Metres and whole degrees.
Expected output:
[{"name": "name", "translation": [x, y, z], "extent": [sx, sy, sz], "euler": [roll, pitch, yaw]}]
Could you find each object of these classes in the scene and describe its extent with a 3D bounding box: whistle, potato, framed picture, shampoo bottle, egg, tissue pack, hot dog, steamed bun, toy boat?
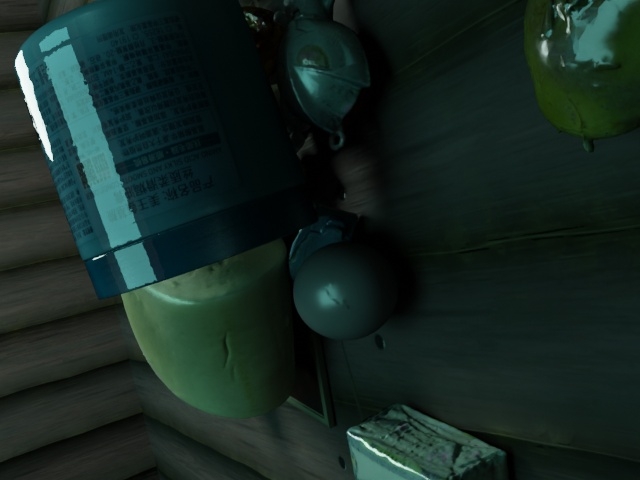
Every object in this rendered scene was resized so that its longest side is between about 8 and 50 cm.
[{"name": "whistle", "translation": [-0.006, -0.290, 0.934], "extent": [0.142, 0.133, 0.346], "euler": [145, 117, -64]}, {"name": "potato", "translation": [0.248, -0.183, 0.489], "extent": [0.169, 0.143, 0.248], "euler": [58, 148, 10]}, {"name": "framed picture", "translation": [-0.050, 0.212, 1.339], "extent": [0.211, 0.020, 0.289], "euler": [8, 110, 61]}, {"name": "shampoo bottle", "translation": [-0.213, -0.133, 0.933], "extent": [0.331, 0.331, 0.343], "euler": [-12, 99, 62]}, {"name": "egg", "translation": [0.033, 0.075, 0.989], "extent": [0.198, 0.146, 0.146], "euler": [-5, 98, 64]}, {"name": "tissue pack", "translation": [0.162, 0.419, 0.942], "extent": [0.228, 0.128, 0.311], "euler": [8, 111, 60]}, {"name": "hot dog", "translation": [-0.147, -0.312, 1.147], "extent": [0.227, 0.099, 0.160], "euler": [-23, 66, 42]}, {"name": "steamed bun", "translation": [-0.238, 0.106, 1.293], "extent": [0.456, 0.290, 0.371], "euler": [48, 146, 50]}, {"name": "toy boat", "translation": [0.000, 0.000, 1.104], "extent": [0.215, 0.088, 0.102], "euler": [115, 167, -51]}]

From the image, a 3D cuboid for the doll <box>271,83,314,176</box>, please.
[{"name": "doll", "translation": [-0.064, -0.156, 1.104], "extent": [0.138, 0.119, 0.293], "euler": [-122, 38, -46]}]
